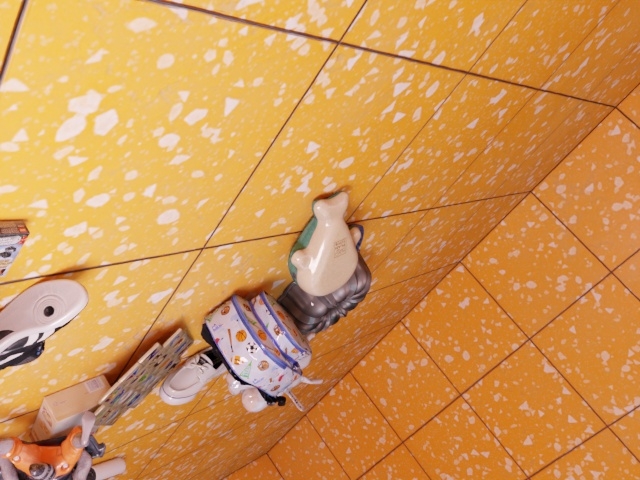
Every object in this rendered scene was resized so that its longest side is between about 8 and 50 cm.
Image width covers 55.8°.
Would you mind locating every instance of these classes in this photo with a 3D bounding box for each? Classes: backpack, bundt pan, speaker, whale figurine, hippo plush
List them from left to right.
[{"bbox_3d":[-0.687,0.733,1.925,0.055,0.055,0.136,-43,160,13],"label":"speaker"},{"bbox_3d":[-0.162,0.254,1.522,0.213,0.276,0.263,-45,153,4],"label":"backpack"},{"bbox_3d":[-0.131,0.368,1.757,0.234,0.294,0.236,-51,175,-39],"label":"hippo plush"},{"bbox_3d":[0.000,0.000,1.465,0.216,0.141,0.272,-24,131,-34],"label":"whale figurine"},{"bbox_3d":[0.024,0.171,1.843,0.331,0.124,0.331,-33,159,-15],"label":"bundt pan"}]

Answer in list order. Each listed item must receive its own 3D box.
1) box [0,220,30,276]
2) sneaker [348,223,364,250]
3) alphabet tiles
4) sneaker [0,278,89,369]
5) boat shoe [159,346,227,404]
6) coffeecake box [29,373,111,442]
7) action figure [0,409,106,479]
[{"bbox_3d":[-0.466,0.015,0.791,0.094,0.027,0.137,-47,159,26],"label":"box"},{"bbox_3d":[0.028,0.037,1.633,0.232,0.090,0.081,-53,146,-25],"label":"sneaker"},{"bbox_3d":[-0.422,0.331,1.446,0.285,0.011,0.342,-46,171,-16],"label":"alphabet tiles"},{"bbox_3d":[-0.468,0.139,1.001,0.217,0.079,0.121,-29,163,-4],"label":"sneaker"},{"bbox_3d":[-0.328,0.353,1.656,0.267,0.096,0.088,-22,145,-53],"label":"boat shoe"},{"bbox_3d":[-0.573,0.406,1.393,0.142,0.068,0.185,-18,151,-47],"label":"coffeecake box"},{"bbox_3d":[-0.606,0.482,1.227,0.341,0.178,0.330,-9,136,-25],"label":"action figure"}]
